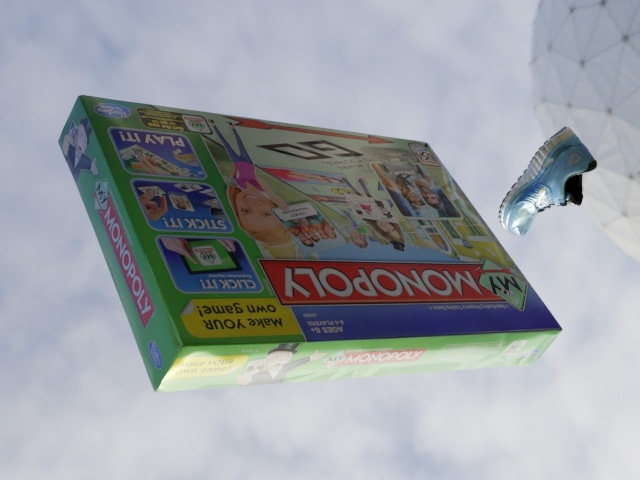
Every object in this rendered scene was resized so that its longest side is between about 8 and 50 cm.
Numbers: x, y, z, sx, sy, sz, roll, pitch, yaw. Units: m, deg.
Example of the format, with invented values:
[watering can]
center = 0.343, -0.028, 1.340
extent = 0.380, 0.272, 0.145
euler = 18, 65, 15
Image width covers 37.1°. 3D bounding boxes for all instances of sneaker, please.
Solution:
[sneaker]
center = 0.266, -0.054, 1.115
extent = 0.073, 0.162, 0.063
euler = 43, -129, 16

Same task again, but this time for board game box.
[board game box]
center = 0.000, 0.000, 0.669
extent = 0.317, 0.046, 0.213
euler = 2, -136, -38
